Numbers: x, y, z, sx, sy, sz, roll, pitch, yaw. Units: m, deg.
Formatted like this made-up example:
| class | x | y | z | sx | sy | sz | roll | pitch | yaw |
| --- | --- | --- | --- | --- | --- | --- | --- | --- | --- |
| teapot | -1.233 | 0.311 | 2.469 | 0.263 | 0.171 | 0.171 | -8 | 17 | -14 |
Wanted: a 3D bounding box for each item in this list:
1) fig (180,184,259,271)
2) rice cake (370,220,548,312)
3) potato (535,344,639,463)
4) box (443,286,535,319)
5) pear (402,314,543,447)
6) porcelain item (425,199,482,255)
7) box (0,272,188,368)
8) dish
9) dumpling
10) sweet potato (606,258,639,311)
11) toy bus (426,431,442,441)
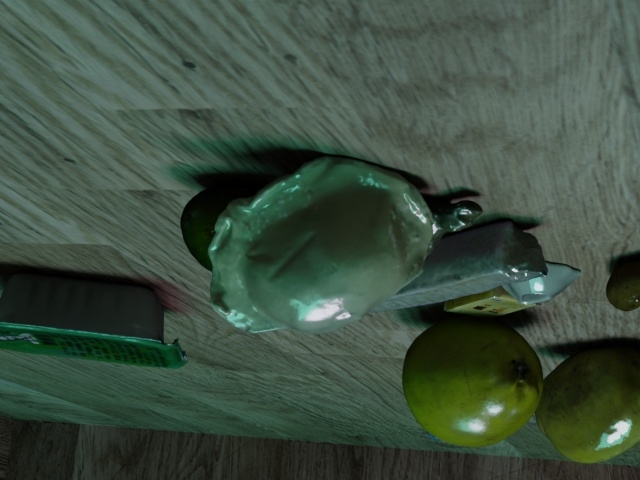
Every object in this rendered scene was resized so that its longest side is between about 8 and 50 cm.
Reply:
| class | x | y | z | sx | sy | sz | roll | pitch | yaw |
| --- | --- | --- | --- | --- | --- | --- | --- | --- | --- |
| fig | -0.085 | -0.008 | 1.474 | 0.117 | 0.117 | 0.177 | 1 | 174 | 20 |
| rice cake | 0.132 | 0.040 | 1.602 | 0.064 | 0.070 | 0.399 | 17 | 161 | -31 |
| potato | 0.459 | 0.268 | 2.080 | 0.148 | 0.197 | 0.228 | 13 | 131 | -38 |
| box | 0.245 | 0.091 | 1.833 | 0.073 | 0.020 | 0.149 | 11 | 164 | -21 |
| pear | 0.231 | 0.216 | 1.950 | 0.212 | 0.212 | 0.269 | 14 | 163 | -25 |
| porcelain item | 0.102 | -0.011 | 1.455 | 0.081 | 0.069 | 0.215 | 25 | 152 | -37 |
| box | -0.387 | 0.128 | 2.076 | 0.336 | 0.106 | 0.264 | 7 | 164 | -1 |
| dish | 0.282 | 0.063 | 1.677 | 0.091 | 0.039 | 0.137 | 10 | 163 | -14 |
| dumpling | 0.000 | 0.000 | 1.352 | 0.258 | 0.193 | 0.147 | -14 | -154 | -9 |
| sweet potato | 0.392 | 0.061 | 1.601 | 0.069 | 0.059 | 0.249 | -5 | 169 | -3 |
| toy bus | 0.267 | 0.321 | 2.452 | 0.113 | 0.134 | 0.246 | 6 | 166 | 1 |
